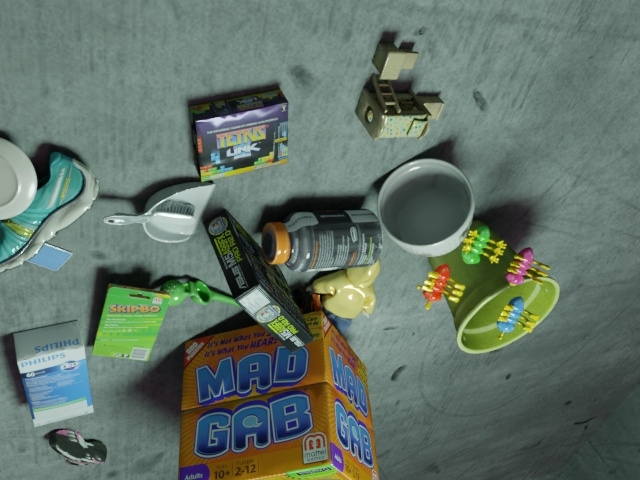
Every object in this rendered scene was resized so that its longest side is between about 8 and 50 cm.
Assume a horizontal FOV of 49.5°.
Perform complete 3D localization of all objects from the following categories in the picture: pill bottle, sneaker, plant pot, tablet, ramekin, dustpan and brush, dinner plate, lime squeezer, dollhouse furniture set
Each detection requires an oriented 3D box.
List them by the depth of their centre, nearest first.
[{"bbox_3d":[-0.524,-0.097,1.101,0.141,0.017,0.141,-2,114,-4],"label":"dinner plate"},{"bbox_3d":[-0.504,-0.045,1.182,0.275,0.107,0.110,-40,121,7],"label":"sneaker"},{"bbox_3d":[-0.306,-0.048,1.302,0.211,0.060,0.147,4,132,-34],"label":"dustpan and brush"},{"bbox_3d":[0.184,-0.276,1.303,0.181,0.101,0.161,-6,137,-25],"label":"dollhouse furniture set"},{"bbox_3d":[-0.517,0.028,1.307,0.054,0.006,0.083,-42,141,17],"label":"tablet"},{"bbox_3d":[0.000,0.000,1.482,0.245,0.130,0.131,-3,136,-28],"label":"pill bottle"},{"bbox_3d":[0.232,-0.062,1.500,0.207,0.207,0.109,-31,152,4],"label":"ramekin"},{"bbox_3d":[-0.293,0.130,1.516,0.310,0.059,0.110,-1,134,-31],"label":"lime squeezer"},{"bbox_3d":[0.403,0.095,1.729,0.275,0.254,0.276,-17,141,-14],"label":"plant pot"},{"bbox_3d":[-0.631,0.542,1.772,0.077,0.072,0.178,-25,137,14],"label":"sneaker"}]

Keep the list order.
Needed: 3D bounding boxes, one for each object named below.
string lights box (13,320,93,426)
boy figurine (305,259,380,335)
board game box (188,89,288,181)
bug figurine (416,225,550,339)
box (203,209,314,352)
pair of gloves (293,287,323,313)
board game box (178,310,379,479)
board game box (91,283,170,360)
[{"bbox_3d":[-0.577,0.295,1.514,0.133,0.077,0.260,-10,139,-22],"label":"string lights box"},{"bbox_3d":[0.055,0.129,1.691,0.177,0.092,0.285,19,123,-12],"label":"boy figurine"},{"bbox_3d":[-0.144,-0.188,1.252,0.170,0.048,0.141,-15,141,-16],"label":"board game box"},{"bbox_3d":[0.357,0.088,1.497,0.278,0.072,0.216,24,106,-14],"label":"bug figurine"},{"bbox_3d":[-0.125,0.090,1.440,0.060,0.216,0.270,-32,142,4],"label":"box"},{"bbox_3d":[-0.030,0.153,1.680,0.010,0.083,0.074,-38,134,-49],"label":"pair of gloves"},{"bbox_3d":[-0.090,0.434,1.660,0.356,0.357,0.356,-15,144,14],"label":"board game box"},{"bbox_3d":[-0.402,0.172,1.468,0.124,0.039,0.259,10,140,-19],"label":"board game box"}]
